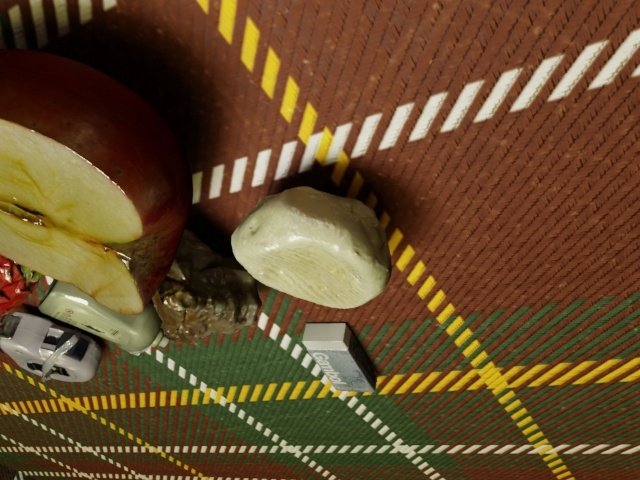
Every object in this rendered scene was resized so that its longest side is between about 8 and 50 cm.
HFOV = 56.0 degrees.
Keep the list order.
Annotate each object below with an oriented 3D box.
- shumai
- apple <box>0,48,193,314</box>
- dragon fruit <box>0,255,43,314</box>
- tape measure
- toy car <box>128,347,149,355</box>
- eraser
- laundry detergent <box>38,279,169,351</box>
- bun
[{"bbox_3d":[-0.178,0.061,0.975,0.185,0.184,0.218,-16,155,-20],"label":"shumai"},{"bbox_3d":[-0.341,-0.064,0.741,0.364,0.295,0.329,19,105,6],"label":"apple"},{"bbox_3d":[-0.596,0.057,1.077,0.209,0.172,0.172,-27,129,24],"label":"dragon fruit"},{"bbox_3d":[-0.612,0.260,1.398,0.197,0.120,0.236,11,148,0],"label":"tape measure"},{"bbox_3d":[-0.428,0.249,1.397,0.041,0.025,0.093,32,140,-21],"label":"toy car"},{"bbox_3d":[0.041,0.239,1.209,0.091,0.046,0.212,-4,140,23],"label":"eraser"},{"bbox_3d":[-0.422,0.152,1.211,0.253,0.091,0.181,32,142,-23],"label":"laundry detergent"},{"bbox_3d":[0.000,0.000,0.833,0.231,0.133,0.231,13,153,6],"label":"bun"}]
